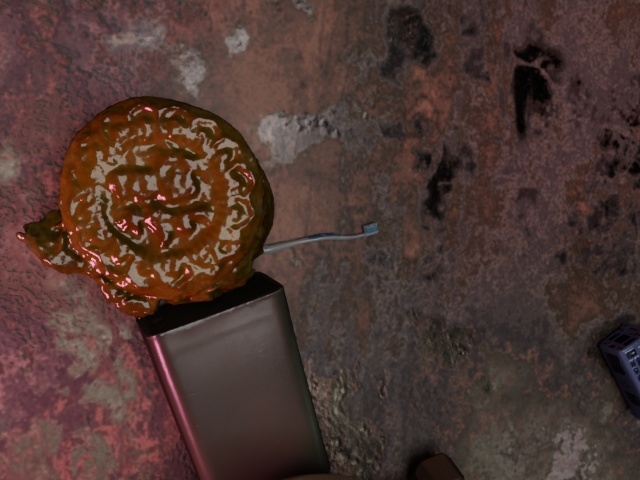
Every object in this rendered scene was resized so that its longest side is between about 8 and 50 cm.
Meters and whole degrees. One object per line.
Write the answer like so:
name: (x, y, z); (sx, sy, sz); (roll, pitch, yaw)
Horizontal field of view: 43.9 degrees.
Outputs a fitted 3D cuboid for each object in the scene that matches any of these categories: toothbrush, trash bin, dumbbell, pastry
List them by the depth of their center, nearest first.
pastry: (-0.172, -0.035, 0.895); (0.240, 0.132, 0.235); (32, 91, -5)
trash bin: (-0.100, 0.182, 0.941); (0.164, 0.122, 0.241); (-19, 102, -16)
toothbrush: (0.000, 0.000, 1.014); (0.162, 0.014, 0.017); (-13, 113, -17)
dumbbell: (0.081, 0.353, 1.033); (0.230, 0.082, 0.092); (-16, 100, -17)

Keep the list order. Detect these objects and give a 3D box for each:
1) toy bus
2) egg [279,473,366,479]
toy bus: (0.479, 0.207, 1.163); (0.076, 0.073, 0.167); (-31, 100, -11)
egg: (-0.026, 0.411, 0.831); (0.283, 0.283, 0.345); (29, 117, -19)
